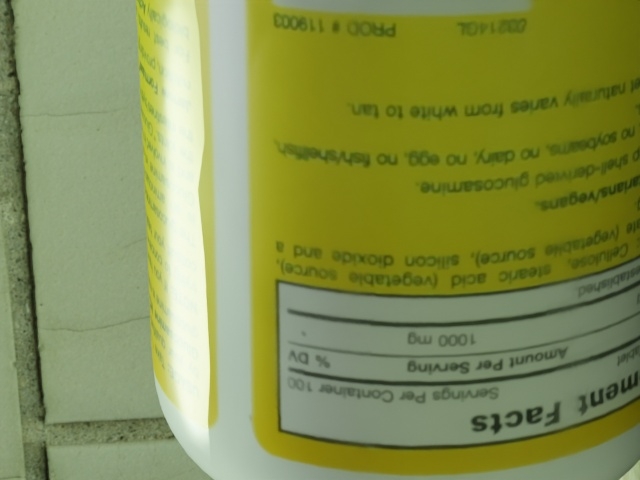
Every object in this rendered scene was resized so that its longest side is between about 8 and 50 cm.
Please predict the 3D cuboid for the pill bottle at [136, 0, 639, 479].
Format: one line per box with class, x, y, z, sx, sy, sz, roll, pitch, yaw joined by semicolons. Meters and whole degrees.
pill bottle;0.033;-0.022;0.680;0.188;0.188;0.334;-99;8;-67
